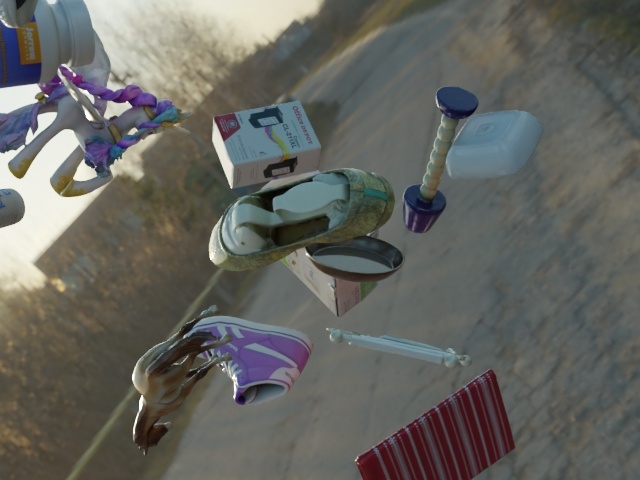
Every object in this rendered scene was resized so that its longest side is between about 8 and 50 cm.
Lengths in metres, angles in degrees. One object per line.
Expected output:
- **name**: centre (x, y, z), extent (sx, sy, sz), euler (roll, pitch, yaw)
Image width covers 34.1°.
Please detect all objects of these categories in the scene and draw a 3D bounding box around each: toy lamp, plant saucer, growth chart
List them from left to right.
- **plant saucer**: centre (0.054, 0.030, 1.726), extent (0.168, 0.168, 0.029), euler (-60, -19, -67)
- **growth chart**: centre (0.099, 0.132, 1.294), extent (0.237, 0.171, 0.021), euler (29, -109, -78)
- **toy lamp**: centre (0.194, -0.128, 1.754), extent (0.080, 0.080, 0.275), euler (-54, -18, -49)

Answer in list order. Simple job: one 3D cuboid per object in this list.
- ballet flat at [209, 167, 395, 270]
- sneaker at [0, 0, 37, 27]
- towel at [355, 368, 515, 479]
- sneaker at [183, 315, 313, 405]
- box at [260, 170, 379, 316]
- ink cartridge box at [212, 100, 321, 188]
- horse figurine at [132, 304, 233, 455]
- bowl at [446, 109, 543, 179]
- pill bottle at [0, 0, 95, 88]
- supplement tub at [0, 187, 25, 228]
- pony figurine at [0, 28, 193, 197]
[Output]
- **ballet flat**: centre (-0.057, -0.036, 1.557), extent (0.348, 0.123, 0.123), euler (-14, 24, 32)
- **sneaker**: centre (-0.257, -0.333, 1.115), extent (0.094, 0.153, 0.235), euler (-170, 93, -84)
- **towel**: centre (0.192, 0.349, 1.719), extent (0.274, 0.199, 0.031), euler (-31, 38, -14)
- **sneaker**: centre (-0.169, 0.237, 2.020), extent (0.282, 0.102, 0.161), euler (1, 45, 29)
- **box**: centre (0.000, 0.000, 2.144), extent (0.126, 0.231, 0.262), euler (-39, -23, -17)
- **ink cartridge box**: centre (-0.101, -0.182, 1.956), extent (0.175, 0.127, 0.072), euler (-14, -33, -17)
- **horse figurine**: centre (-0.198, 0.185, 1.433), extent (0.174, 0.066, 0.263), euler (-36, -18, -22)
- **bowl**: centre (0.276, -0.161, 1.695), extent (0.142, 0.053, 0.142), euler (-1, 41, 39)
- **pill bottle**: centre (-0.508, -0.319, 1.667), extent (0.272, 0.152, 0.152), euler (-13, -10, -24)
- **supplement tub**: centre (-0.590, -0.053, 1.868), extent (0.071, 0.071, 0.107), euler (-45, -8, 27)
- **pony figurine**: centre (-0.487, -0.264, 2.115), extent (0.363, 0.351, 0.303), euler (-29, 34, 16)
